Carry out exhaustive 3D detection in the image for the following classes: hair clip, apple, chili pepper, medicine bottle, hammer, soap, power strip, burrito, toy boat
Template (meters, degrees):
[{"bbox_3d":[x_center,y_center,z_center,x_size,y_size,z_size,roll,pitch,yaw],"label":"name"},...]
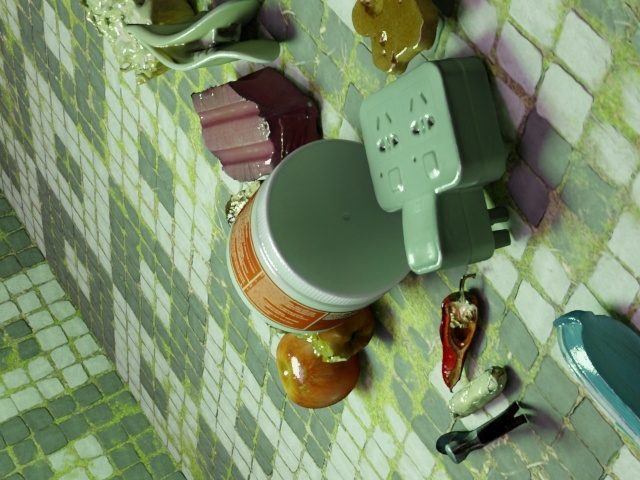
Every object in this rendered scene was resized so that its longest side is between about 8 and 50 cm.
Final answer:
[{"bbox_3d":[-0.176,-0.341,1.952,0.282,0.173,0.113,1,106,50],"label":"hair clip"},{"bbox_3d":[0.016,0.134,2.016,0.158,0.147,0.156,23,141,25],"label":"apple"},{"bbox_3d":[-0.003,0.231,2.157,0.163,0.139,0.163,166,90,-73],"label":"apple"},{"bbox_3d":[0.209,0.136,1.755,0.268,0.059,0.050,88,-175,-46],"label":"chili pepper"},{"bbox_3d":[0.000,0.000,1.788,0.252,0.253,0.241,62,156,6],"label":"medicine bottle"},{"bbox_3d":[0.232,0.306,1.805,0.037,0.137,0.290,61,169,8],"label":"hammer"},{"bbox_3d":[-0.107,-0.198,1.981,0.289,0.112,0.182,-2,111,64],"label":"soap"},{"bbox_3d":[0.173,-0.095,1.549,0.229,0.141,0.261,-23,78,64],"label":"power strip"},{"bbox_3d":[0.244,0.236,1.785,0.185,0.041,0.045,127,139,-62],"label":"burrito"},{"bbox_3d":[0.363,0.175,1.435,0.215,0.088,0.102,52,156,23],"label":"toy boat"}]

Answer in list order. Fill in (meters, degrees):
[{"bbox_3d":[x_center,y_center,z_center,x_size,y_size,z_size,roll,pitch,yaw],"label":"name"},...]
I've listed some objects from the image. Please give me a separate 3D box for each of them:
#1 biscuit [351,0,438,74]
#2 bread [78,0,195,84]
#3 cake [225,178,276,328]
[{"bbox_3d":[0.087,-0.344,1.504,0.184,0.035,0.248,-40,63,57],"label":"biscuit"},{"bbox_3d":[-0.343,-0.436,2.184,0.274,0.149,0.274,36,141,37],"label":"bread"},{"bbox_3d":[-0.092,0.017,1.943,0.112,0.135,0.246,-29,48,50],"label":"cake"}]
